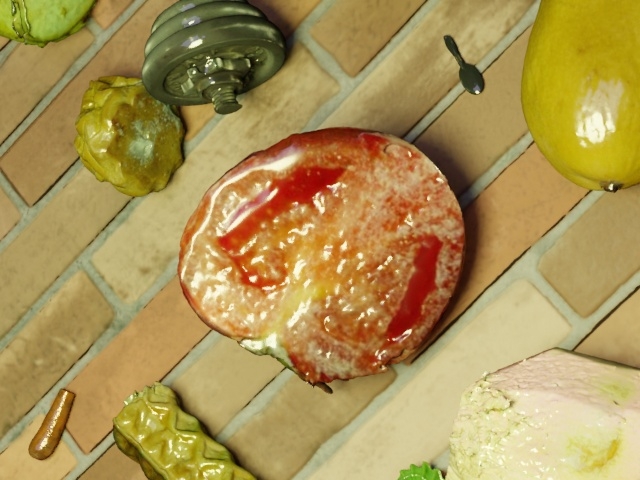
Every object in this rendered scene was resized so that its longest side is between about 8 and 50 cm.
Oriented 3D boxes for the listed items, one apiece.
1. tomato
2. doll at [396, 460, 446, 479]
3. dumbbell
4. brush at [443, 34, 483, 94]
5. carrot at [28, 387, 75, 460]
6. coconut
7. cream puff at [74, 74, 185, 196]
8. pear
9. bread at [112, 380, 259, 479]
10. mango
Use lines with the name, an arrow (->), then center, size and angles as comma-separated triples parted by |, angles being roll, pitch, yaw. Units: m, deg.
tomato -> -0.002, 0.002, 1.535 | 0.309, 0.170, 0.309 | -1, 99, -8
doll -> 0.138, 0.325, 1.487 | 0.115, 0.050, 0.190 | -31, 68, 19
dumbbell -> -0.161, -0.336, 1.648 | 0.179, 0.179, 0.406 | -22, 73, 19
brush -> 0.161, -0.200, 1.578 | 0.024, 0.008, 0.083 | -35, 70, 17
carrot -> -0.331, 0.229, 1.716 | 0.032, 0.032, 0.093 | 24, 86, 25
coconut -> 0.257, 0.228, 1.355 | 0.245, 0.233, 0.233 | 16, 88, 28
cream puff -> -0.242, -0.129, 1.685 | 0.116, 0.146, 0.146 | 12, 86, 45
pear -> -0.410, -0.382, 1.778 | 0.255, 0.164, 0.238 | 11, 117, 38
bread -> -0.131, 0.278, 1.589 | 0.269, 0.087, 0.098 | 42, 98, 24
mango -> 0.315, -0.210, 1.442 | 0.195, 0.142, 0.332 | 10, 83, 20
